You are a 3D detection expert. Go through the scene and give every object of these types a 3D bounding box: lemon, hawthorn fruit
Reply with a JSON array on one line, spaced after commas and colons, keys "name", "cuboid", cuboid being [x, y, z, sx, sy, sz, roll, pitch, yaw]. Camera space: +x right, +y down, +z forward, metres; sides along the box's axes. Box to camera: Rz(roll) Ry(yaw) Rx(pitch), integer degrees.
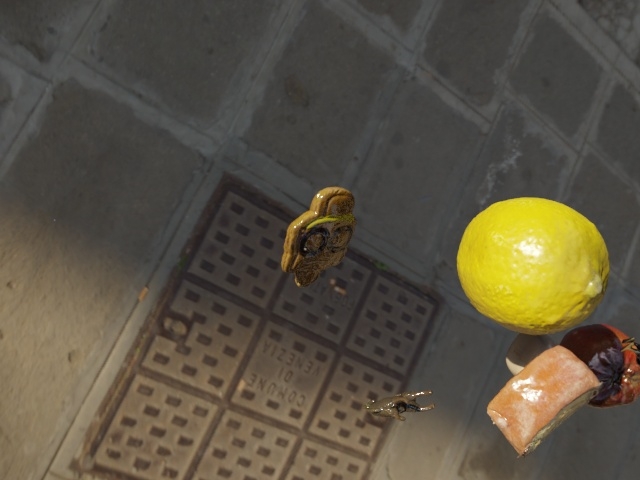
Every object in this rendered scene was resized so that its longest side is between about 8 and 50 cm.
[{"name": "lemon", "cuboid": [0.473, 0.054, 1.291, 0.336, 0.336, 0.335, -1, 92, -25]}, {"name": "hawthorn fruit", "cuboid": [0.876, 0.387, 1.813, 0.254, 0.300, 0.254, 0, 96, 2]}]

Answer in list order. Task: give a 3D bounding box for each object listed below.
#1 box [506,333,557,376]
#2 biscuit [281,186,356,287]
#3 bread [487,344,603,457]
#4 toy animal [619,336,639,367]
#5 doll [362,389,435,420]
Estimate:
[{"name": "box", "cuboid": [0.587, 0.323, 1.577, 0.088, 0.200, 0.145, 27, 93, -1]}, {"name": "biscuit", "cuboid": [0.000, 0.000, 1.412, 0.209, 0.041, 0.290, -6, 126, -39]}, {"name": "bread", "cuboid": [0.458, 0.333, 1.184, 0.244, 0.123, 0.190, -32, 146, -19]}, {"name": "toy animal", "cuboid": [0.657, 0.238, 1.143, 0.108, 0.062, 0.220, 51, 41, -5]}, {"name": "doll", "cuboid": [0.190, 0.423, 1.463, 0.139, 0.165, 0.057, -4, 82, -43]}]
